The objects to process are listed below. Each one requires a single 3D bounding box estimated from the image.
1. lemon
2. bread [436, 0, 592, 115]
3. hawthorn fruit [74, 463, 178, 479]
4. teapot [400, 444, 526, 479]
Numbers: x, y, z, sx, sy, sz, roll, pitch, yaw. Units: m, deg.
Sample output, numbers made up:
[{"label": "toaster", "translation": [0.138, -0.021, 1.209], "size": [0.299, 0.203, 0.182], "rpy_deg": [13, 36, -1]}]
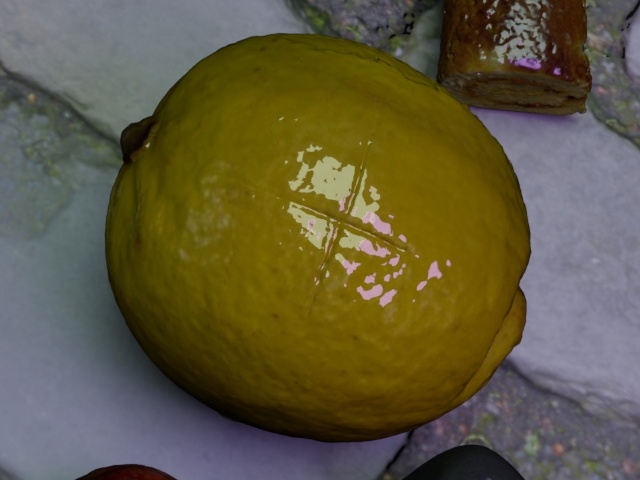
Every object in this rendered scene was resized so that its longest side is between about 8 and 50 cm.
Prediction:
[{"label": "lemon", "translation": [0.000, 0.000, 1.206], "size": [0.297, 0.297, 0.297], "rpy_deg": [5, 68, -11]}, {"label": "bread", "translation": [0.162, -0.197, 1.416], "size": [0.132, 0.103, 0.172], "rpy_deg": [5, 71, -4]}, {"label": "hawthorn fruit", "translation": [-0.119, 0.243, 1.154], "size": [0.194, 0.157, 0.157], "rpy_deg": [47, 66, -3]}, {"label": "teapot", "translation": [0.104, 0.330, 1.138], "size": [0.285, 0.223, 0.305], "rpy_deg": [43, 63, -2]}]
